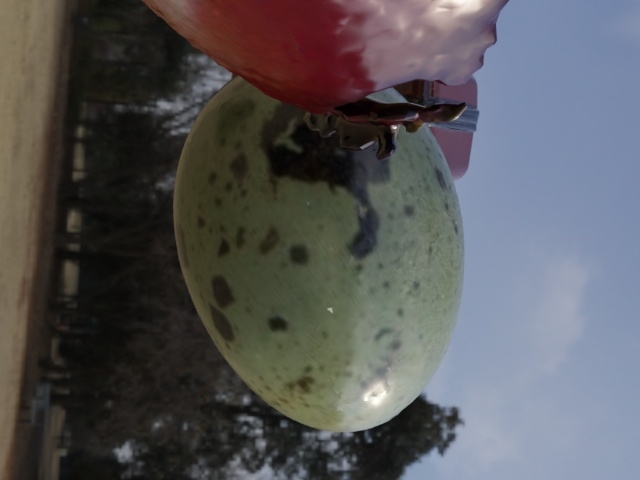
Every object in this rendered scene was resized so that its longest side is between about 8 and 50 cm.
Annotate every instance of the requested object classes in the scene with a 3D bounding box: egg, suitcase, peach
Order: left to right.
[{"bbox_3d":[0.000,0.000,1.000,0.287,0.287,0.379,162,-81,-75],"label":"egg"},{"bbox_3d":[0.042,-0.160,1.300,0.236,0.297,0.161,-8,104,-64],"label":"suitcase"},{"bbox_3d":[0.029,-0.255,0.611,0.353,0.339,0.416,49,8,13],"label":"peach"}]
